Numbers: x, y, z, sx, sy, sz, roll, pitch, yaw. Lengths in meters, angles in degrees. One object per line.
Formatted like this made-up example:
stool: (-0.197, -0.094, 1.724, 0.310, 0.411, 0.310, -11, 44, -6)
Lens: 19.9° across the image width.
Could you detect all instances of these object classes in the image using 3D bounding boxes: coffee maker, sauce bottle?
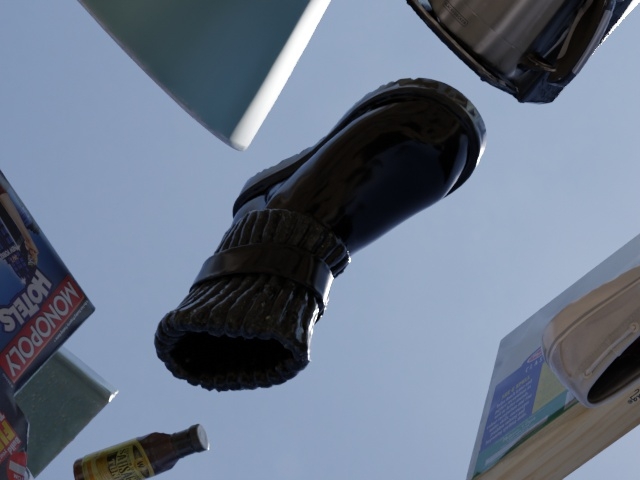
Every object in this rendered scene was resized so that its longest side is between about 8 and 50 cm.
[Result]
coffee maker: (0.164, -0.190, 1.208, 0.120, 0.178, 0.171, 43, -163, 3)
sauce bottle: (-0.166, 0.200, 1.684, 0.128, 0.042, 0.042, -23, -143, 15)

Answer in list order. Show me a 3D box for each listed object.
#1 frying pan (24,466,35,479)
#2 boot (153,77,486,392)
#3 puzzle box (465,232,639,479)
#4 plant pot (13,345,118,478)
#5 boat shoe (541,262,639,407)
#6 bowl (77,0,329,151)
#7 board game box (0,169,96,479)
frying pan: (-0.237, 0.157, 1.279, 0.053, 0.197, 0.326, -18, -120, 7)
boot: (0.002, 0.003, 1.807, 0.131, 0.348, 0.260, 45, -139, -15)
puzzle box: (0.306, 0.065, 1.664, 0.052, 0.409, 0.272, 43, -150, -11)
plant pot: (-0.350, 0.135, 1.561, 0.252, 0.248, 0.247, 44, -96, -1)
boat shoe: (0.218, 0.034, 1.076, 0.184, 0.066, 0.063, -30, -133, 2)
bowl: (-0.105, -0.235, 1.359, 0.163, 0.311, 0.311, -42, -135, 6)
board game box: (-0.200, 0.050, 0.904, 0.060, 0.194, 0.194, -23, -165, 32)
